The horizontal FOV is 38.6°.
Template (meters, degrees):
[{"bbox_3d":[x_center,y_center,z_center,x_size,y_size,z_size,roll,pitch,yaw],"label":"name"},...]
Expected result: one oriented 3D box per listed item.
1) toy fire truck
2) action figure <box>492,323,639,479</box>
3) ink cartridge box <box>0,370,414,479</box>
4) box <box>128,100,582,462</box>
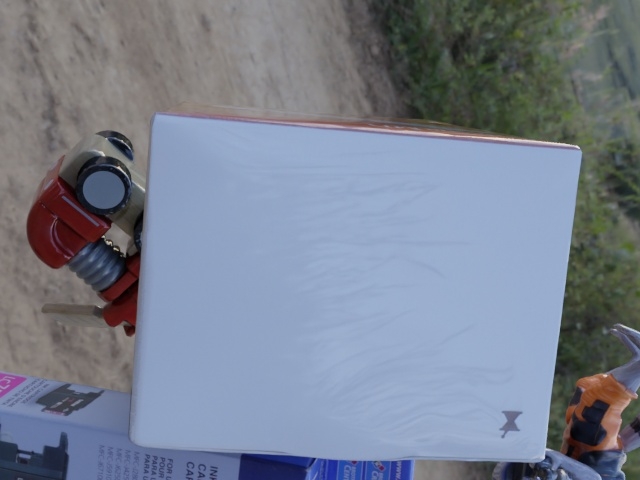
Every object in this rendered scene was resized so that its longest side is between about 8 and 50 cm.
[{"bbox_3d":[-0.257,0.022,1.048,0.217,0.246,0.158,43,11,-25],"label":"toy fire truck"},{"bbox_3d":[0.318,0.265,1.051,0.341,0.178,0.330,27,87,-86],"label":"action figure"},{"bbox_3d":[-0.107,0.189,0.545,0.065,0.311,0.186,-48,144,-73],"label":"ink cartridge box"},{"bbox_3d":[0.000,0.000,0.608,0.345,0.214,0.168,-124,-142,-78],"label":"box"}]
